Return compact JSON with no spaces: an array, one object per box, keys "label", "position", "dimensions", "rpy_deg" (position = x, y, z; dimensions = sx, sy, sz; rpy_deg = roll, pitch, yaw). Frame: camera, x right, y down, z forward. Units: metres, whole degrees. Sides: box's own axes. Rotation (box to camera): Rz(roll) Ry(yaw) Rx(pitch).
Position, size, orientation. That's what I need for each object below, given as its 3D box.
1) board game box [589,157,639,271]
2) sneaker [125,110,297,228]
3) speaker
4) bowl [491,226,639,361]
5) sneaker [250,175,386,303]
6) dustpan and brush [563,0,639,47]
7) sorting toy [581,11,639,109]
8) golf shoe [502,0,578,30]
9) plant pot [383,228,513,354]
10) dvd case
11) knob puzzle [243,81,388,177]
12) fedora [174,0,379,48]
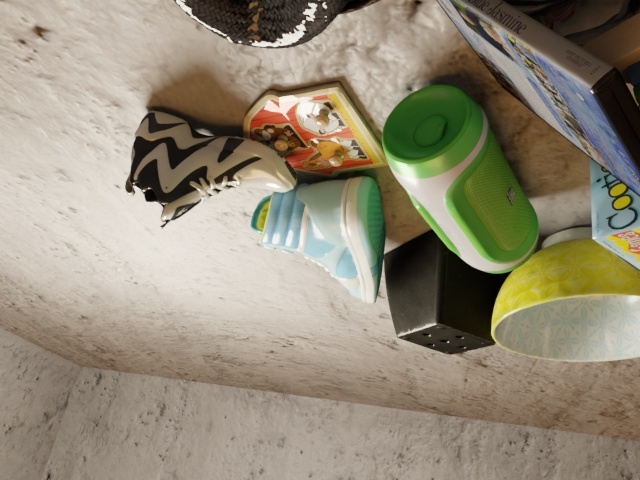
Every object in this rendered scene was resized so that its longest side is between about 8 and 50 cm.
[{"label":"board game box","position":[0.456,-0.071,0.611],"dimensions":[0.142,0.144,0.275],"rpy_deg":[26,151,-30]},{"label":"sneaker","position":[-0.162,-0.073,0.802],"dimensions":[0.235,0.153,0.094],"rpy_deg":[20,163,-9]},{"label":"speaker","position":[0.191,-0.065,0.742],"dimensions":[0.131,0.131,0.296],"rpy_deg":[-7,150,32]},{"label":"bowl","position":[0.413,0.073,0.900],"dimensions":[0.289,0.156,0.289],"rpy_deg":[4,151,2]},{"label":"sneaker","position":[0.000,0.000,0.963],"dimensions":[0.208,0.127,0.319],"rpy_deg":[4,147,13]},{"label":"dustpan and brush","position":[0.290,-0.205,0.492],"dimensions":[0.211,0.060,0.147],"rpy_deg":[-9,148,35]},{"label":"sorting toy","position":[0.373,-0.150,0.405],"dimensions":[0.257,0.089,0.255],"rpy_deg":[-8,169,-39]},{"label":"golf shoe","position":[0.210,-0.235,0.452],"dimensions":[0.086,0.067,0.186],"rpy_deg":[27,150,-27]},{"label":"plant pot","position":[0.231,0.103,1.031],"dimensions":[0.187,0.167,0.188],"rpy_deg":[21,152,-22]},{"label":"dvd case","position":[0.191,-0.137,0.492],"dimensions":[0.022,0.253,0.180],"rpy_deg":[-44,132,16]},{"label":"knob puzzle","position":[-0.025,-0.135,0.793],"dimensions":[0.213,0.030,0.213],"rpy_deg":[9,155,4]},{"label":"fedora","position":[-0.039,-0.257,0.404],"dimensions":[0.334,0.152,0.334],"rpy_deg":[8,155,4]}]
